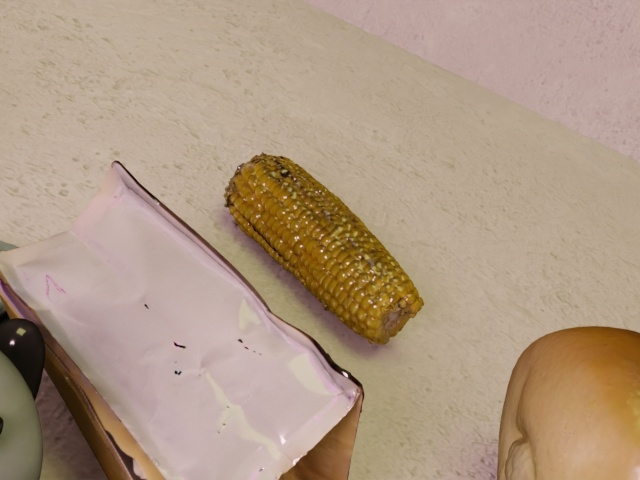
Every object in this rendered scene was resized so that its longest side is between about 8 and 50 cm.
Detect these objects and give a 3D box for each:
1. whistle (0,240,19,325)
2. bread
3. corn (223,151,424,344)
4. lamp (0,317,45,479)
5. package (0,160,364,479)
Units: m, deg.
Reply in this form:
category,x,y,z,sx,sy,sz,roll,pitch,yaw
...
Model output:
category,x,y,z,sx,sy,sz,roll,pitch,yaw
whistle,-0.446,-0.046,0.919,0.405,0.188,0.168,52,14,-19
bread,0.346,0.237,0.958,0.375,0.253,0.348,19,30,-9
corn,0.000,0.000,1.252,0.115,0.115,0.318,-5,39,-46
lamp,-0.271,0.133,0.694,0.197,0.198,0.244,24,8,-3
package,-0.136,0.120,0.857,0.165,0.221,0.311,-30,58,-30
